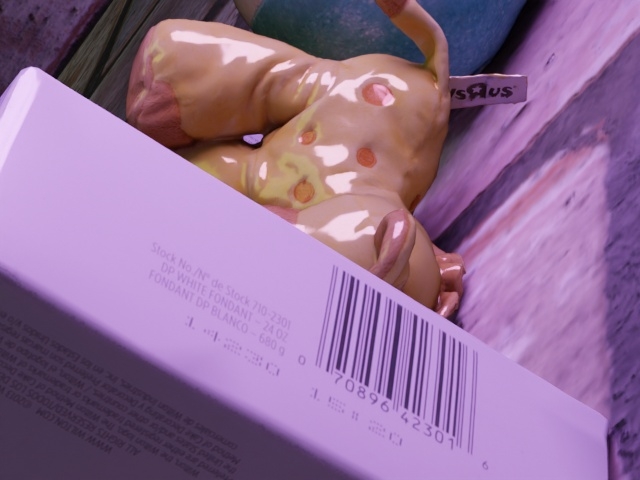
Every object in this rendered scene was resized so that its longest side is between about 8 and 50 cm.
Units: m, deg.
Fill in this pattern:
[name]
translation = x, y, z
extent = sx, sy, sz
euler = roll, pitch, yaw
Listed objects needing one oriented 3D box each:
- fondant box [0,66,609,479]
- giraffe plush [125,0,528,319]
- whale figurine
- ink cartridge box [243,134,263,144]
[fondant box]
translation = -0.091, 0.127, 0.588
extent = 0.330, 0.238, 0.096
euler = -47, 19, 34
[giraffe plush]
translation = 0.000, 0.000, 0.768
extent = 0.210, 0.181, 0.170
euler = -15, 45, 17
[whale figurine]
translation = 0.085, -0.175, 0.876
extent = 0.272, 0.141, 0.216
euler = -34, -5, 2
[ink cartridge box]
translation = -0.062, -0.029, 1.034
extent = 0.063, 0.109, 0.150
euler = -29, 32, 58
